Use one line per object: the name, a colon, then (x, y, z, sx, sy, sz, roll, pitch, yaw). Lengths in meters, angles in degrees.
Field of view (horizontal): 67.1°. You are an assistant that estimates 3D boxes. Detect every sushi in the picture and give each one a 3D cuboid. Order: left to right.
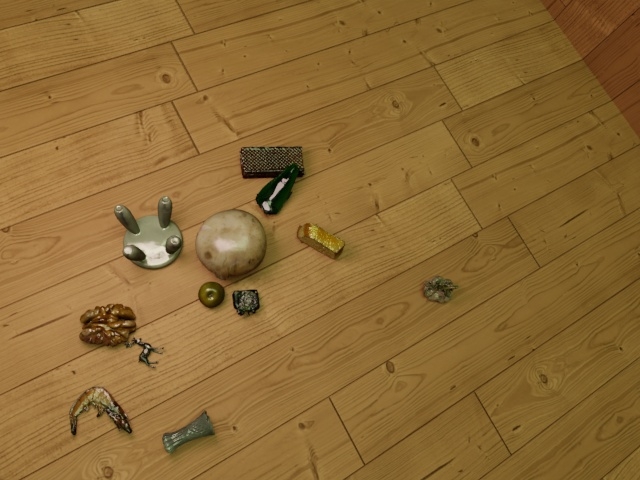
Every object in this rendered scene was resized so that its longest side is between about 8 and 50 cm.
sushi: (-0.255, 0.215, 1.659, 0.083, 0.056, 0.084, -4, 72, -22)

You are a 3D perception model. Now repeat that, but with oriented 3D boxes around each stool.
stool: (-0.562, -0.019, 1.588, 0.195, 0.198, 0.195, -14, 77, -14)

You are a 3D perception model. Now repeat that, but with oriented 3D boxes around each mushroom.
mushroom: (-0.304, 0.013, 1.641, 0.255, 0.184, 0.254, 3, 75, -11)

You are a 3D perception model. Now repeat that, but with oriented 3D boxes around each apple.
apple: (-0.369, 0.184, 1.632, 0.090, 0.074, 0.089, -1, 94, -10)

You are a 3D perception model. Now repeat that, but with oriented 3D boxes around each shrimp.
shrimp: (-0.675, 0.548, 1.463, 0.195, 0.035, 0.148, 43, 66, 11)

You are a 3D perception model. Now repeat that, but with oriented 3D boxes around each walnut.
walnut: (-0.679, 0.265, 1.535, 0.170, 0.069, 0.142, -7, 61, -15)

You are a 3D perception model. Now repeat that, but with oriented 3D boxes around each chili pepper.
chili pepper: (-0.155, -0.195, 1.782, 0.108, 0.062, 0.216, 35, 91, -1)

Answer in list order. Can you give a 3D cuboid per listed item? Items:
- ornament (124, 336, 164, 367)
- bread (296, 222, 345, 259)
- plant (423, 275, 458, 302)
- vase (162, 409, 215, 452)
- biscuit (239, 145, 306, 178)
ornament: (-0.576, 0.356, 1.554, 0.125, 0.028, 0.073, 24, 69, -6)
bread: (0.000, 0.000, 1.757, 0.187, 0.103, 0.065, 33, 71, -6)
plant: (0.452, 0.182, 1.794, 0.117, 0.122, 0.104, -6, 85, -22)
vase: (-0.411, 0.596, 1.491, 0.149, 0.081, 0.081, -23, 79, -14)
biscuit: (-0.177, -0.295, 1.829, 0.252, 0.070, 0.106, -3, 74, -14)
